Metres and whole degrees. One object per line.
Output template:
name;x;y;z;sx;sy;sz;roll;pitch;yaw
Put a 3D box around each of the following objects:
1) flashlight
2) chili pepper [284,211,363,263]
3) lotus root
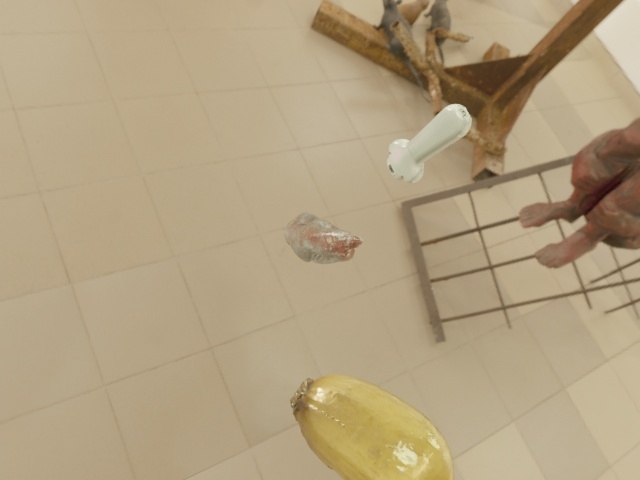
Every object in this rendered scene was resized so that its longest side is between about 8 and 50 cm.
flashlight;0.204;-0.184;1.017;0.047;0.200;0.093;-14;73;-41
chili pepper;0.000;0.001;0.470;0.050;0.153;0.041;-12;103;-14
lotus root;0.084;0.293;0.775;0.303;0.146;0.130;30;44;31
